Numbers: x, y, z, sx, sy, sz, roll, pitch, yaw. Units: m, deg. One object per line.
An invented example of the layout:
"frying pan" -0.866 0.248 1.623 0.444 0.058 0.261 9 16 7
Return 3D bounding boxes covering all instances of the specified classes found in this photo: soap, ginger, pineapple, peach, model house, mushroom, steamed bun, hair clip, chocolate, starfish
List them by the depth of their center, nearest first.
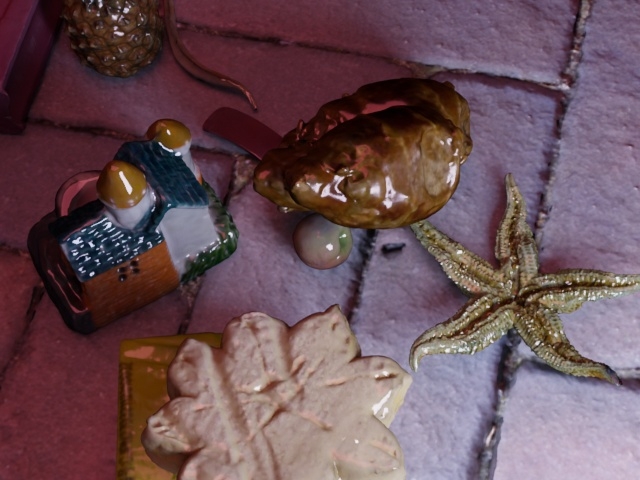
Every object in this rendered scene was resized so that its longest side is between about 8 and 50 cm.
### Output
"steamed bun" -0.036 0.213 1.504 0.292 0.137 0.295 15 53 14
"chocolate" -0.096 0.264 1.635 0.288 0.137 0.301 -4 56 1
"model house" -0.261 -0.054 1.760 0.271 0.301 0.190 -28 67 -13
"starfish" 0.266 0.056 1.771 0.347 0.078 0.358 6 48 12
"ginger" 0.057 -0.118 1.800 0.274 0.152 0.357 5 25 12
"peach" 0.002 0.000 1.826 0.083 0.083 0.083 -2 58 3
"hair clip" -0.110 -0.155 1.964 0.137 0.022 0.054 30 62 21
"pineapple" -0.317 -0.373 1.969 0.158 0.279 0.158 -3 55 4
"mushroom" -0.190 -0.298 2.055 0.068 0.043 0.306 -36 61 11
"soap" -0.519 -0.346 2.057 0.233 0.128 0.359 8 60 8
